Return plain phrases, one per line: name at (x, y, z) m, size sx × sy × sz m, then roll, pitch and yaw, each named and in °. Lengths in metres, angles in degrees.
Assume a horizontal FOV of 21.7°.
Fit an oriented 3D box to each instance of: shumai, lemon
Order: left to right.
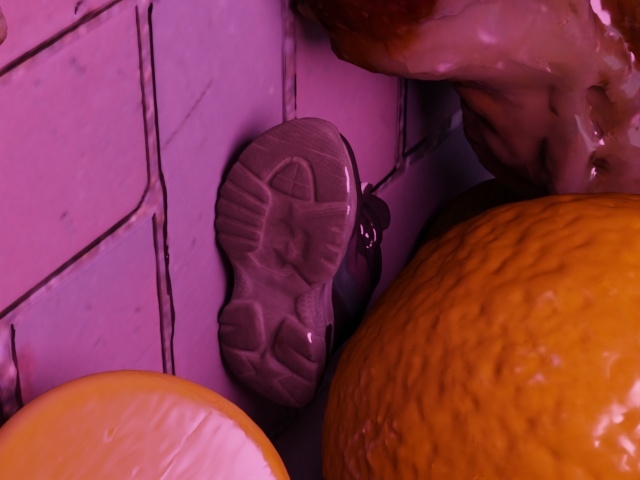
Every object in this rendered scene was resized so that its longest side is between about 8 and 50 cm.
lemon at (0.123, 0.105, 0.849) m, size 0.253 × 0.253 × 0.310 m, roll -44°, pitch -174°, yaw -39°
shumai at (0.134, -0.153, 0.833) m, size 0.283 × 0.217 × 0.346 m, roll -19°, pitch 129°, yaw -57°

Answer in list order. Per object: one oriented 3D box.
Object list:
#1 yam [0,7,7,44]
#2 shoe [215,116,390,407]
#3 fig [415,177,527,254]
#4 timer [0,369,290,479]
yam at (-0.160, -0.048, 0.576) m, size 0.129 × 0.027 × 0.033 m, roll -45°, pitch 144°, yaw -37°
shoe at (0.000, 0.000, 0.869) m, size 0.099 × 0.071 × 0.169 m, roll -41°, pitch 147°, yaw -47°
fig at (0.140, 0.031, 1.098) m, size 0.245 × 0.149 × 0.149 m, roll -9°, pitch 118°, yaw -74°
timer at (-0.051, 0.289, 0.682) m, size 0.387 × 0.376 × 0.376 m, roll -56°, pitch 151°, yaw -21°
